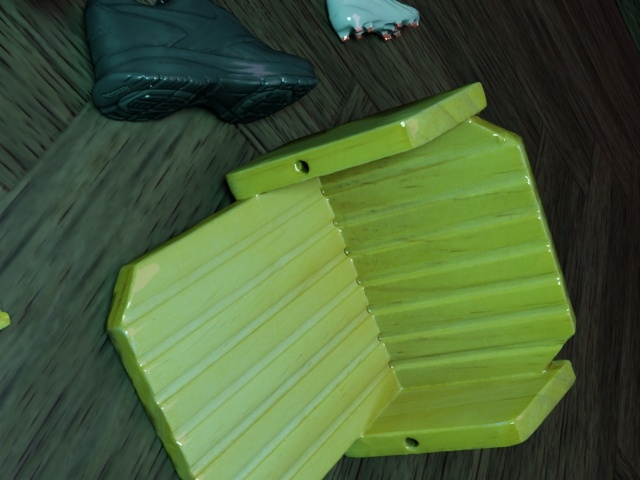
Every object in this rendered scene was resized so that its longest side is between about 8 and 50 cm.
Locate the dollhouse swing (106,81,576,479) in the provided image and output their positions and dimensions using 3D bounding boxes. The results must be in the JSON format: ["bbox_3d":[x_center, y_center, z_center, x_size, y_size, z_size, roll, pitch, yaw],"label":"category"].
[{"bbox_3d":[0.045,0.082,0.656,0.305,0.315,0.347,-44,117,-58],"label":"dollhouse swing"}]

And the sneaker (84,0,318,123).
[{"bbox_3d":[-0.108,-0.194,0.707,0.286,0.109,0.130,-8,78,-53],"label":"sneaker"}]

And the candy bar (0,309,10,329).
[{"bbox_3d":[-0.274,-0.002,0.504,0.040,0.018,0.162,-33,103,-54],"label":"candy bar"}]

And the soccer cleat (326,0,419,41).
[{"bbox_3d":[0.081,-0.336,1.011,0.196,0.068,0.076,-21,92,-48],"label":"soccer cleat"}]
